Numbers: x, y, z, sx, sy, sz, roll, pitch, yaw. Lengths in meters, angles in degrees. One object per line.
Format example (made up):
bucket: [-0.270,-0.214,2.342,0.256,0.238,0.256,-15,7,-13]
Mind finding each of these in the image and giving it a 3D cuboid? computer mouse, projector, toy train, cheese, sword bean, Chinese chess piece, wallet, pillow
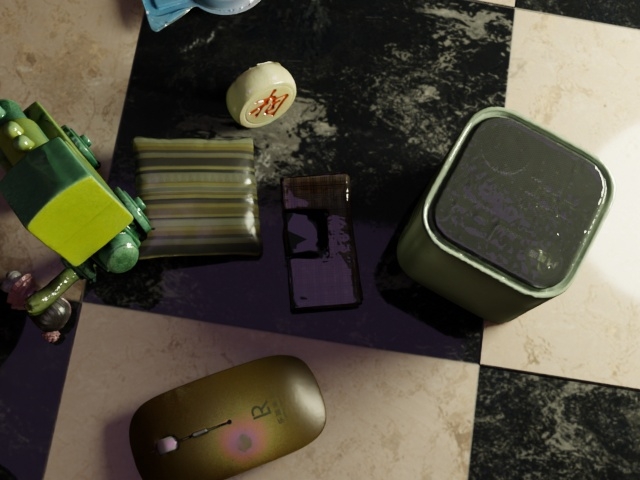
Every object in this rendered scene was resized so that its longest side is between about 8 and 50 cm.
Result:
computer mouse: [-0.145,0.287,1.326,0.310,0.072,0.158,-18,77,-8]
projector: [0.283,-0.031,1.343,0.248,0.249,0.248,29,76,3]
toy train: [-0.404,-0.099,1.275,0.150,0.237,0.369,-41,54,-6]
cheese: [-0.200,-0.454,1.504,0.244,0.052,0.135,-18,76,-8]
sword bean: [-0.366,0.027,1.357,0.038,0.043,0.269,48,62,-5]
Chinese chess piece: [-0.100,-0.244,1.427,0.122,0.122,0.051,-28,71,-10]
wallet: [0.000,0.000,1.419,0.124,0.042,0.230,-4,79,-8]
pillow: [-0.205,-0.074,1.404,0.208,0.052,0.212,-2,76,-17]

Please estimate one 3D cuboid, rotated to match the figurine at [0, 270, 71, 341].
figurine: [-0.459,0.102,1.352,0.129,0.054,0.072,35,84,6]
